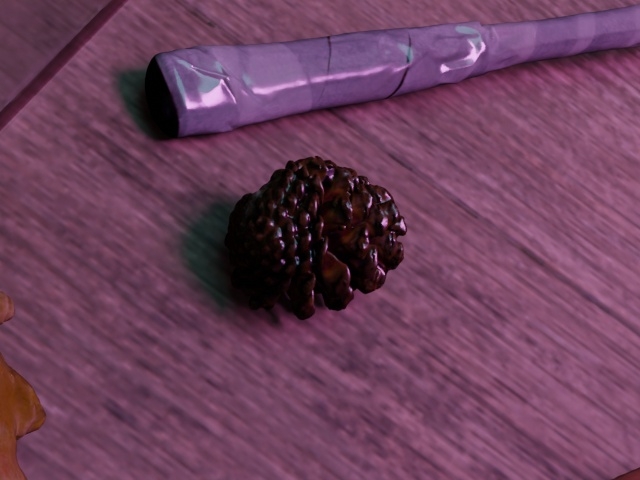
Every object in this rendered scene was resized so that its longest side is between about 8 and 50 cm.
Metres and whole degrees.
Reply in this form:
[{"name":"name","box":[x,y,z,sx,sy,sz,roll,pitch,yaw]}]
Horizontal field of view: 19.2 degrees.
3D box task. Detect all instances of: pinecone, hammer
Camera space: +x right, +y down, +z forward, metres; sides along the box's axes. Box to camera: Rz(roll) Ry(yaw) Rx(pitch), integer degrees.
[{"name":"pinecone","box":[0.000,0.000,0.856,0.083,0.077,0.077,11,52,-34]},{"name":"hammer","box":[0.105,-0.096,0.989,0.426,0.044,0.152,-14,80,-31]}]

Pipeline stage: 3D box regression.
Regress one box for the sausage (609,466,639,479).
[{"name":"sausage","box":[0.101,0.155,0.793,0.304,0.078,0.078,-25,71,-39]}]

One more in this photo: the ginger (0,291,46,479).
[{"name":"ginger","box":[-0.156,0.066,0.718,0.115,0.081,0.205,5,57,14]}]
